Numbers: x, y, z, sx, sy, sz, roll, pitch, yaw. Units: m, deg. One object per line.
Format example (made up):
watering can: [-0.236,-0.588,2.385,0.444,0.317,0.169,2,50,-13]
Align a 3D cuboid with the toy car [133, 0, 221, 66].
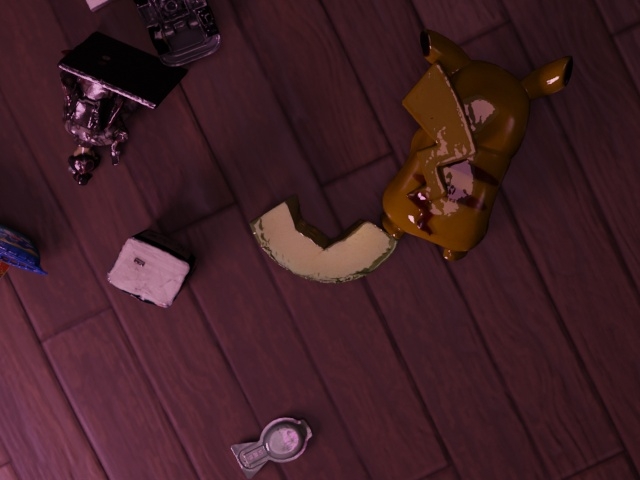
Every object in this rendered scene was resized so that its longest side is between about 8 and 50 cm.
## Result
toy car: [-0.219,-0.356,1.784,0.097,0.100,0.191,-20,127,2]

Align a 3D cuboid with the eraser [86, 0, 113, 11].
eraser: [-0.296,-0.417,1.824,0.150,0.023,0.104,-27,92,3]

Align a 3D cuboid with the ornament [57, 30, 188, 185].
ornament: [-0.321,-0.178,1.818,0.166,0.153,0.196,24,117,0]

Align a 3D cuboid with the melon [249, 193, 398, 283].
melon: [0.000,0.000,1.828,0.209,0.064,0.118,26,95,2]

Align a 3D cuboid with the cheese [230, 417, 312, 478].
cheese: [-0.071,0.309,1.864,0.120,0.026,0.067,-27,92,3]

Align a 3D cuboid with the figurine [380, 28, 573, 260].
figurine: [0.196,-0.141,1.760,0.218,0.169,0.327,20,95,-5]

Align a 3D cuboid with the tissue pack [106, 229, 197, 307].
tissue pack: [-0.240,0.039,1.778,0.103,0.170,0.090,27,94,-3]

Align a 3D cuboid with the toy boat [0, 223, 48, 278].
toy boat: [-0.490,0.029,1.823,0.175,0.091,0.110,21,75,-6]
